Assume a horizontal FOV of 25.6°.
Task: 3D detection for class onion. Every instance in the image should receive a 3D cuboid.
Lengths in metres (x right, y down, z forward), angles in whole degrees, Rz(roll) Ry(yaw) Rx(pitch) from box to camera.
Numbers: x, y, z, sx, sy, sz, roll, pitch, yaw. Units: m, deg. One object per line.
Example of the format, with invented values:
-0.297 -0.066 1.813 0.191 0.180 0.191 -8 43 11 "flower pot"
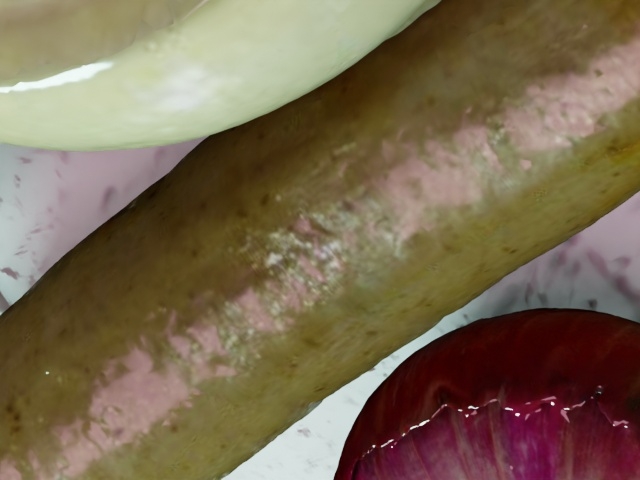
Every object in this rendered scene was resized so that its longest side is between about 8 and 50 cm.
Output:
0.119 0.145 0.605 0.248 0.161 0.248 2 98 14 "onion"

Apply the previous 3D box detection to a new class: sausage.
0.000 -0.002 0.591 0.501 0.136 0.123 -37 112 17 "sausage"

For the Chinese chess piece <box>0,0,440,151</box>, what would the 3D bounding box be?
-0.080 -0.199 0.495 0.338 0.140 0.338 0 89 20 "Chinese chess piece"
